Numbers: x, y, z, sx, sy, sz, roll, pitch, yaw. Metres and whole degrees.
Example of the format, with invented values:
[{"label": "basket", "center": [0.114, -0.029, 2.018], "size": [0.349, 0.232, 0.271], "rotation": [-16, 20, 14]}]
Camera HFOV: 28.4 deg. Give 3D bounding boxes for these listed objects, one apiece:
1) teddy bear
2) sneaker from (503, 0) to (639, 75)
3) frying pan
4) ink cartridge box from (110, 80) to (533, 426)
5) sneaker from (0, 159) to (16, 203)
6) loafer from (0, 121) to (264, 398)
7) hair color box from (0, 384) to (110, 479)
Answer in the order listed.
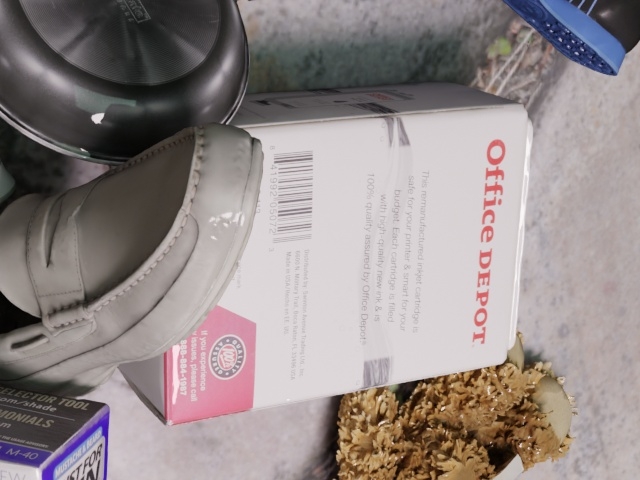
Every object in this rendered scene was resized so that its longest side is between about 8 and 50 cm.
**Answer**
[{"label": "teddy bear", "center": [0.087, 0.213, 1.066], "size": [0.245, 0.113, 0.338], "rotation": [30, 83, -41]}, {"label": "sneaker", "center": [0.180, -0.221, 0.976], "size": [0.232, 0.081, 0.090], "rotation": [33, 86, -41]}, {"label": "frying pan", "center": [-0.073, -0.138, 0.809], "size": [0.326, 0.053, 0.197], "rotation": [0, 66, -27]}, {"label": "ink cartridge box", "center": [0.000, 0.000, 0.920], "size": [0.283, 0.117, 0.207], "rotation": [-7, 110, -27]}, {"label": "sneaker", "center": [-0.317, -0.053, 0.740], "size": [0.226, 0.086, 0.163], "rotation": [-28, 115, -15]}, {"label": "loafer", "center": [-0.140, 0.017, 0.751], "size": [0.111, 0.319, 0.112], "rotation": [23, 54, -24]}, {"label": "hair color box", "center": [-0.244, 0.262, 0.823], "size": [0.185, 0.110, 0.339], "rotation": [8, 106, 13]}]
